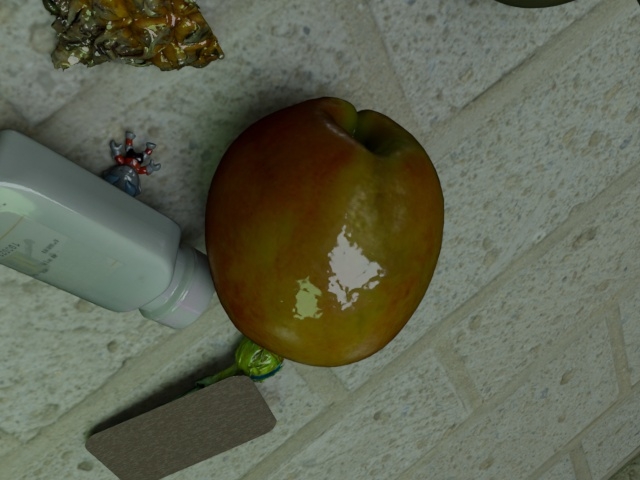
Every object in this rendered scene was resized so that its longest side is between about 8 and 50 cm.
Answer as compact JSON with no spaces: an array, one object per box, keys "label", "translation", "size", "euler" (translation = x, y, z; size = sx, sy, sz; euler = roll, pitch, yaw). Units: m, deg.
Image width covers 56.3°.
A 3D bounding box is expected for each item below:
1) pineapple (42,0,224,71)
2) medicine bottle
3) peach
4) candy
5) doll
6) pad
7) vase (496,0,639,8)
[{"label":"pineapple","translation":[-0.207,-0.231,0.591],"size":[0.164,0.140,0.249],"euler":[-34,132,-8]},{"label":"medicine bottle","translation":[-0.262,0.002,0.688],"size":[0.161,0.111,0.296],"euler":[-25,137,34]},{"label":"peach","translation":[0.000,0.000,0.735],"size":[0.308,0.308,0.332],"euler":[-5,122,-29]},{"label":"candy","translation":[-0.172,0.224,0.926],"size":[0.262,0.073,0.077],"euler":[-29,127,-6]},{"label":"doll","translation":[-0.237,-0.073,0.723],"size":[0.057,0.039,0.114],"euler":[19,106,-39]},{"label":"pad","translation":[-0.210,0.303,0.937],"size":[0.266,0.002,0.176],"euler":[-22,133,-3]},{"label":"vase","translation":[0.290,-0.420,0.667],"size":[0.241,0.302,0.329],"euler":[-32,127,-10]}]
